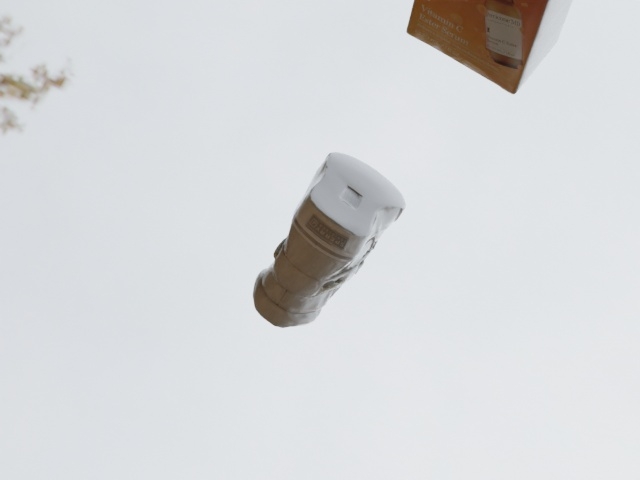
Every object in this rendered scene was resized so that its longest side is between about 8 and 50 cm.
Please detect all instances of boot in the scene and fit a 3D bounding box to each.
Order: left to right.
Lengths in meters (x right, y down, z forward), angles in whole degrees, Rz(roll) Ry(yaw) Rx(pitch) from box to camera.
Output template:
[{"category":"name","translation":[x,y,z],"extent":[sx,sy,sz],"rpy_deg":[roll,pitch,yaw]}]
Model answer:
[{"category":"boot","translation":[0.000,0.000,1.392],"extent":[0.095,0.258,0.123],"rpy_deg":[38,-71,4]}]

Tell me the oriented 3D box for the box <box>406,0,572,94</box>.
[{"category":"box","translation":[0.170,-0.247,1.398],"extent":[0.130,0.170,0.091],"rpy_deg":[32,-121,14]}]
